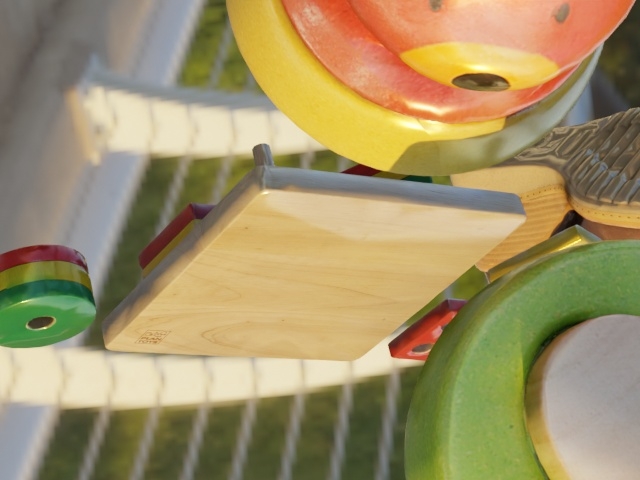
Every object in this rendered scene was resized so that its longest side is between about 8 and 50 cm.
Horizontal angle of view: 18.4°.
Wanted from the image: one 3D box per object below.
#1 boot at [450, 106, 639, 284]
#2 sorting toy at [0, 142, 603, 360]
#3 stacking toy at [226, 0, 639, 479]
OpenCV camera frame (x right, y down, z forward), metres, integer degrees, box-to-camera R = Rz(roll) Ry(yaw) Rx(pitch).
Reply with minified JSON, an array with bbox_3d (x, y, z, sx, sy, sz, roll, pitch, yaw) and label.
[{"bbox_3d":[0.192,0.030,1.111,0.090,0.248,0.207,-42,115,-24],"label":"boot"},{"bbox_3d":[0.000,0.000,0.831,0.274,0.132,0.046,5,57,-35],"label":"sorting toy"},{"bbox_3d":[0.146,-0.028,0.556,0.130,0.309,0.279,127,-45,-71],"label":"stacking toy"}]
